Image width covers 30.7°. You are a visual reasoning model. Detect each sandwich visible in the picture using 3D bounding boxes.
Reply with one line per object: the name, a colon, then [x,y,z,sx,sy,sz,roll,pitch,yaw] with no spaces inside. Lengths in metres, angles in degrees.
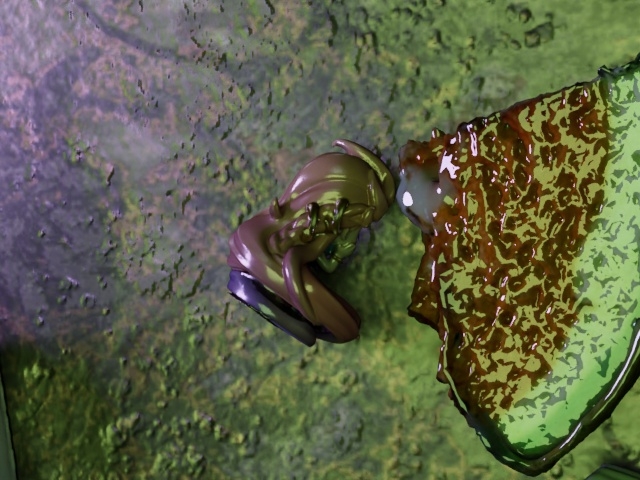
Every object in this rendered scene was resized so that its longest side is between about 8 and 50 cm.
sandwich: [0.155,0.012,0.808,0.212,0.109,0.292,2,91,25]

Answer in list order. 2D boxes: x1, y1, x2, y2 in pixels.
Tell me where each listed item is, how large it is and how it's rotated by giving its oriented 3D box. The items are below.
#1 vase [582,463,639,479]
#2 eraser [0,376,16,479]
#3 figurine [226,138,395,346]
vase: [0.276,0.237,0.770,0.248,0.128,0.128,30,102,24]
eraser: [-0.465,0.182,1.036,0.396,0.082,0.213,-8,89,19]
figurine: [-0.010,0.001,0.858,0.114,0.126,0.157,13,101,-25]
